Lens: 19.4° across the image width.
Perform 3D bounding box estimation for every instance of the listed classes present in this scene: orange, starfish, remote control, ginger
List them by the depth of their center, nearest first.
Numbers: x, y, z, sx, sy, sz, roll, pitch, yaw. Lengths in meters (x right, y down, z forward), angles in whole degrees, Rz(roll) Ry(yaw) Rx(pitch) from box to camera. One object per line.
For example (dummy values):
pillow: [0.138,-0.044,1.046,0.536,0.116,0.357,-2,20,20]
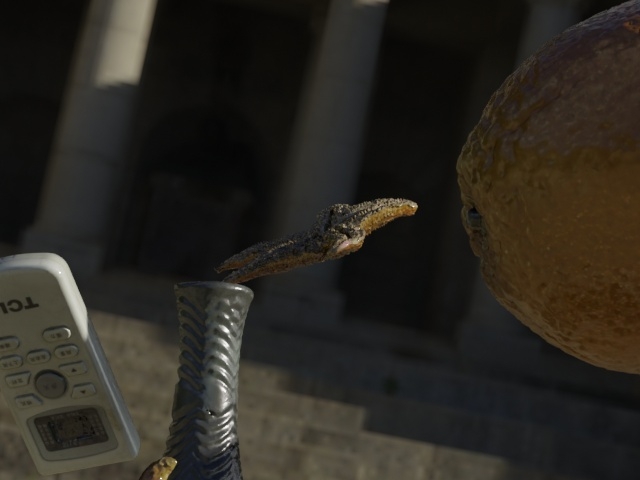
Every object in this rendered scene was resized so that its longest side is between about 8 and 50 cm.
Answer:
ginger: [-0.126,0.200,1.339,0.048,0.097,0.030,21,-22,45]
remote control: [-0.207,0.095,1.430,0.088,0.190,0.029,-11,28,12]
orange: [0.292,-0.049,1.517,0.357,0.322,0.322,-8,-12,1]
starfish: [0.000,0.001,1.960,0.227,0.043,0.240,-24,7,-5]

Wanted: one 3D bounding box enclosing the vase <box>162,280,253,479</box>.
vase: [-0.111,0.161,1.823,0.115,0.237,0.115,4,-10,1]
